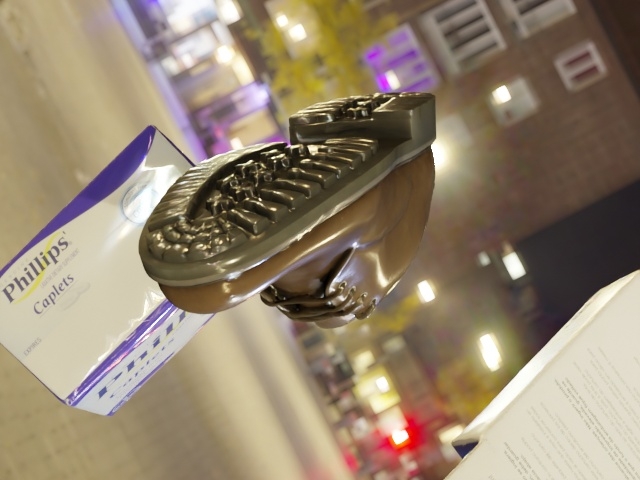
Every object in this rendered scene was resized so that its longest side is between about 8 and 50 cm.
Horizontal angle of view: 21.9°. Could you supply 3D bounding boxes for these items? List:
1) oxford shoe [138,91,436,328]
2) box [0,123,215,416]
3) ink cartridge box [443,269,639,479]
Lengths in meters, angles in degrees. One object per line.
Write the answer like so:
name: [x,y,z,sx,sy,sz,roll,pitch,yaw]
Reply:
oxford shoe: [0.000,0.000,0.717,0.227,0.082,0.096,-28,117,-59]
box: [-0.096,0.020,0.832,0.072,0.126,0.137,44,-4,7]
ink cartridge box: [0.255,0.238,1.315,0.324,0.330,0.071,53,-37,-2]
